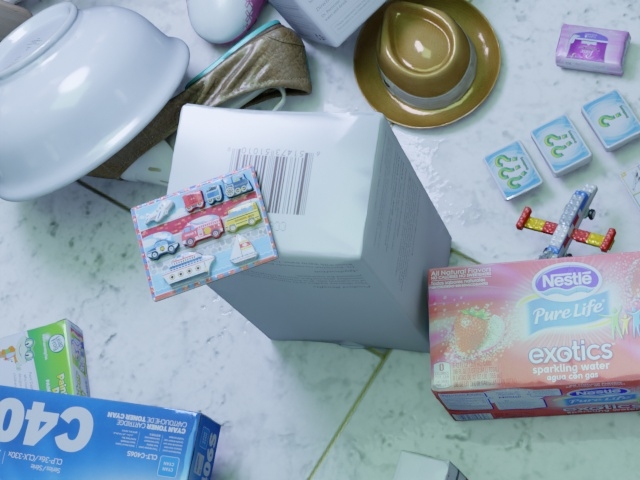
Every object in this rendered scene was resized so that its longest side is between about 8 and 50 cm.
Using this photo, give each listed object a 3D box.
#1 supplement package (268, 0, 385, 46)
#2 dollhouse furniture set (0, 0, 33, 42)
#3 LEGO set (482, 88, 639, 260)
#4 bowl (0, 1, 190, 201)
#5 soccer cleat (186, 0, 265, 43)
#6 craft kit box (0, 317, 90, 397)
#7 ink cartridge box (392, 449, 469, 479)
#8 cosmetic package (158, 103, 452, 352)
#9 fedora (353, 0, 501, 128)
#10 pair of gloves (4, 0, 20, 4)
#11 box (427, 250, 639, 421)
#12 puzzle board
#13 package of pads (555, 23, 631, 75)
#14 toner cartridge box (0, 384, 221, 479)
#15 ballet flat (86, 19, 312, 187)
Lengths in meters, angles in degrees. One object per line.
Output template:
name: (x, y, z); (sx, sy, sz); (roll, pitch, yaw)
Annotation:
supplement package: (-0.035, -0.401, 1.705); (0.177, 0.175, 0.293); (-44, 110, -3)
dollhouse furniture set: (-0.360, -0.500, 1.861); (0.394, 0.256, 0.362); (-43, 58, 26)
LEGO set: (0.300, -0.061, 1.610); (0.182, 0.060, 0.244); (-26, 50, 6)
bowl: (-0.315, -0.195, 1.731); (0.298, 0.134, 0.298); (-28, 28, 17)
soccer cleat: (-0.112, -0.420, 1.830); (0.116, 0.143, 0.331); (10, 75, 18)
craft kit box: (-0.395, 0.244, 1.725); (0.246, 0.061, 0.250); (-15, 68, 12)
ink cartridge box: (0.112, 0.286, 1.526); (0.056, 0.135, 0.099); (12, 75, 20)
cosmetic package: (0.000, 0.000, 1.522); (0.217, 0.385, 0.156); (4, 75, 15)
fedora: (0.123, -0.233, 1.735); (0.194, 0.079, 0.194); (-5, 69, 14)
pair of gloves: (-0.490, -0.368, 1.971); (0.204, 0.042, 0.240); (-38, 61, 5)
box: (0.274, 0.104, 1.536); (0.300, 0.154, 0.142); (-5, 70, 14)
puzzle board: (-0.111, -0.007, 1.341); (0.128, 0.011, 0.096); (-20, 71, 11)
package of pads: (0.325, -0.228, 1.704); (0.083, 0.032, 0.050); (10, 73, 18)
toner cartridge box: (-0.300, 0.259, 1.625); (0.347, 0.075, 0.165); (5, 73, 16)
ballet flat: (-0.157, -0.141, 1.778); (0.342, 0.116, 0.124); (-31, 85, -1)
